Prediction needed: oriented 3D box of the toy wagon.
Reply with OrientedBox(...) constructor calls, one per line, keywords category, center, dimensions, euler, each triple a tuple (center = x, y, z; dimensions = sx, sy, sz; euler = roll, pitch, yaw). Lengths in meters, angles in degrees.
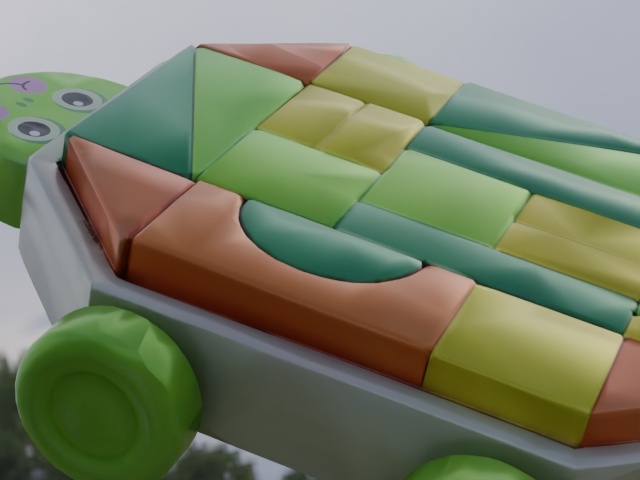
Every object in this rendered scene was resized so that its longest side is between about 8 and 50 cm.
OrientedBox(category="toy wagon", center=(0.000, 0.000, 0.572), dimensions=(0.344, 0.068, 0.267), euler=(21, 30, 14))
